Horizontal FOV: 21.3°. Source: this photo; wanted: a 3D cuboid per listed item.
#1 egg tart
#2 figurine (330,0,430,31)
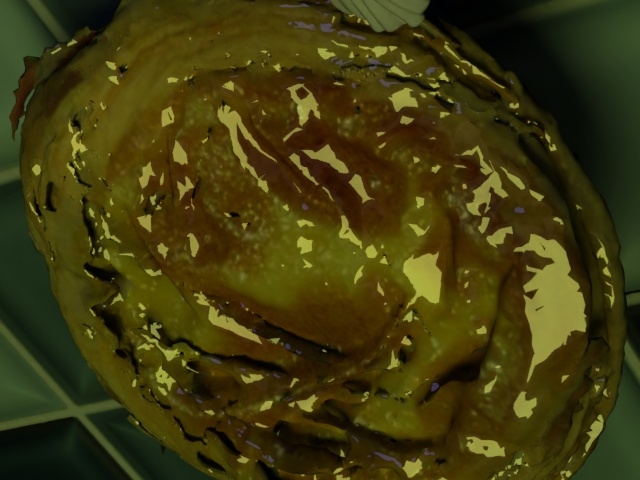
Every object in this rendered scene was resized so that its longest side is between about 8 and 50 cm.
[{"bbox_3d":[0.000,0.000,0.752,0.297,0.132,0.297,13,125,20],"label":"egg tart"},{"bbox_3d":[-0.014,-0.168,0.582,0.240,0.116,0.175,-1,136,14],"label":"figurine"}]
